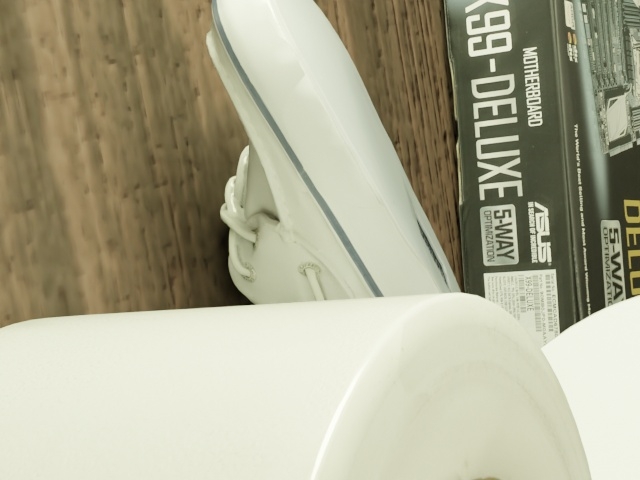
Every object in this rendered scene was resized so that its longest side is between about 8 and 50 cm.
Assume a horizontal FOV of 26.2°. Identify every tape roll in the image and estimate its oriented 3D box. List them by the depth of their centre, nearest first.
[{"bbox_3d":[-0.021,0.142,0.453,0.246,0.169,0.246,13,74,-58],"label":"tape roll"}]

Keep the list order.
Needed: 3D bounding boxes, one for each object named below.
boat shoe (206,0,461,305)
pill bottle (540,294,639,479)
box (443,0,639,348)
[{"bbox_3d":[0.000,0.000,0.590,0.095,0.084,0.258,-98,164,-50],"label":"boat shoe"},{"bbox_3d":[0.229,0.206,0.662,0.363,0.210,0.210,54,42,-29],"label":"pill bottle"},{"bbox_3d":[0.166,-0.067,0.897,0.242,0.076,0.307,0,86,-60],"label":"box"}]
